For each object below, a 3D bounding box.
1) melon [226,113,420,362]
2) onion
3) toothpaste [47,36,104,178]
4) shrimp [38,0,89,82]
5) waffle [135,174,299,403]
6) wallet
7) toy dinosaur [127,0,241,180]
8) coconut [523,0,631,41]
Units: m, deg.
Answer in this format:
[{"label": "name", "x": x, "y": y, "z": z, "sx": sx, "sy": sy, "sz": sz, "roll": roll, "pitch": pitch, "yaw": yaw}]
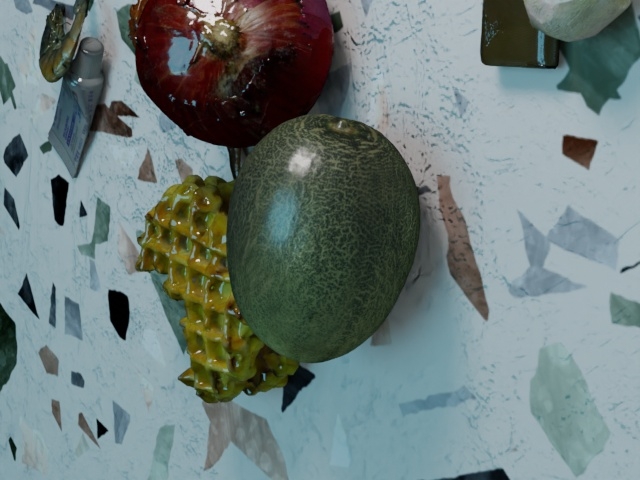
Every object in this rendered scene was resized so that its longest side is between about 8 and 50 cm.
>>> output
[{"label": "melon", "x": 0.000, "y": 0.000, "z": 1.589, "sx": 0.248, "sy": 0.248, "sz": 0.329, "roll": 36, "pitch": 129, "yaw": 41}, {"label": "onion", "x": -0.112, "y": -0.262, "z": 1.688, "sx": 0.276, "sy": 0.276, "sz": 0.276, "roll": 11, "pitch": 104, "yaw": 48}, {"label": "toothpaste", "x": -0.431, "y": -0.242, "z": 2.203, "sx": 0.282, "sy": 0.068, "sz": 0.099, "roll": 119, "pitch": 156, "yaw": -43}, {"label": "shrimp", "x": -0.438, "y": -0.366, "z": 2.159, "sx": 0.150, "sy": 0.051, "sz": 0.217, "roll": -50, "pitch": 34, "yaw": 31}, {"label": "waffle", "x": -0.148, "y": 0.070, "z": 1.832, "sx": 0.324, "sy": 0.151, "sz": 0.261, "roll": 63, "pitch": 145, "yaw": 16}, {"label": "wallet", "x": 0.232, "y": -0.297, "z": 1.429, "sx": 0.110, "sy": 0.031, "sz": 0.198, "roll": 13, "pitch": 105, "yaw": 49}, {"label": "toy dinosaur", "x": -0.199, "y": -0.270, "z": 1.893, "sx": 0.432, "sy": 0.097, "sz": 0.208, "roll": 56, "pitch": 147, "yaw": 32}, {"label": "coconut", "x": 0.267, "y": -0.268, "z": 1.336, "sx": 0.124, "sy": 0.110, "sz": 0.110, "roll": -36, "pitch": 68, "yaw": 39}]
